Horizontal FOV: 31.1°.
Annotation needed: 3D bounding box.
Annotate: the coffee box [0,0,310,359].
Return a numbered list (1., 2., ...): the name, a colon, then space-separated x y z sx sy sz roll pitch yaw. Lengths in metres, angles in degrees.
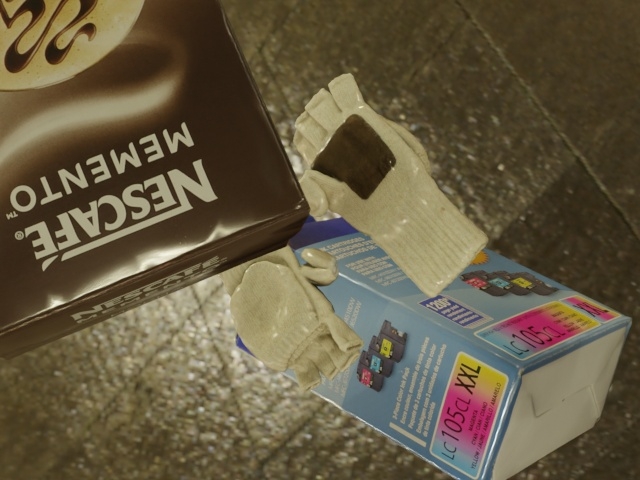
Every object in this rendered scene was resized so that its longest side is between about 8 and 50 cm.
1. coffee box: -0.141 -0.108 0.572 0.119 0.168 0.297 127 119 -78

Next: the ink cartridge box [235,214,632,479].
1. ink cartridge box: 0.098 0.087 1.265 0.395 0.270 0.151 25 112 32

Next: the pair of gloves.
1. pair of gloves: 0.000 0.000 0.995 0.240 0.042 0.204 -41 73 23
